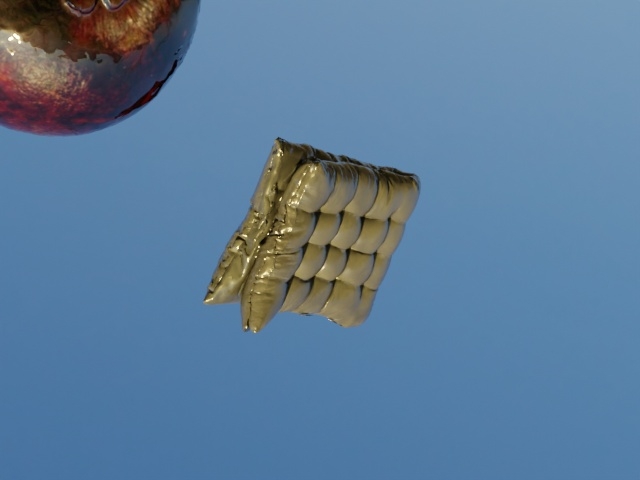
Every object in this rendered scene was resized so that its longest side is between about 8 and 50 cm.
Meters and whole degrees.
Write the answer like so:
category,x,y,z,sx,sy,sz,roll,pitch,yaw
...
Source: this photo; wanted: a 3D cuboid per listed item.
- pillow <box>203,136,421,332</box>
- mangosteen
category,x,y,z,sx,sy,sz,roll,pitch,yaw
pillow,0.000,0.000,1.869,0.101,0.228,0.326,29,-169,26
mangosteen,-0.254,-0.243,1.380,0.297,0.297,0.293,14,173,-9
